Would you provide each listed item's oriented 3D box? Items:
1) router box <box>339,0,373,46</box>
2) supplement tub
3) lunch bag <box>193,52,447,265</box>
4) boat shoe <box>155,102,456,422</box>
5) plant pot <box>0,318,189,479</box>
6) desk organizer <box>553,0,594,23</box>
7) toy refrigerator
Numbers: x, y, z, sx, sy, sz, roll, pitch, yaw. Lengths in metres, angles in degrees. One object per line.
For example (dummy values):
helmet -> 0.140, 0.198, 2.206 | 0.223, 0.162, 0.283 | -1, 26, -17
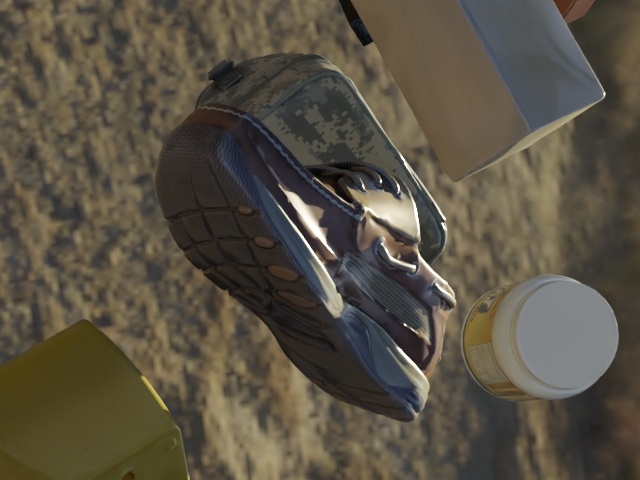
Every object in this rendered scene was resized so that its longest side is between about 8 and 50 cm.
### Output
router box -> 0.073, -0.319, 1.919 | 0.046, 0.133, 0.179 | 53, 13, -47
supplement tub -> 0.257, 0.116, 1.985 | 0.199, 0.144, 0.144 | 151, -61, -76
lunch bag -> -0.015, -0.073, 2.044 | 0.305, 0.212, 0.256 | 53, 0, -24
boat shoe -> 0.000, 0.000, 1.097 | 0.116, 0.123, 0.324 | -59, 146, -17
plant pot -> -0.243, 0.240, 1.700 | 0.212, 0.187, 0.212 | -31, 128, -35
desk organizer -> 0.243, -0.236, 1.493 | 0.130, 0.050, 0.047 | -28, 71, -40
toy refrigerator -> 0.090, -0.191, 1.233 | 0.094, 0.102, 0.270 | -25, 84, -36
